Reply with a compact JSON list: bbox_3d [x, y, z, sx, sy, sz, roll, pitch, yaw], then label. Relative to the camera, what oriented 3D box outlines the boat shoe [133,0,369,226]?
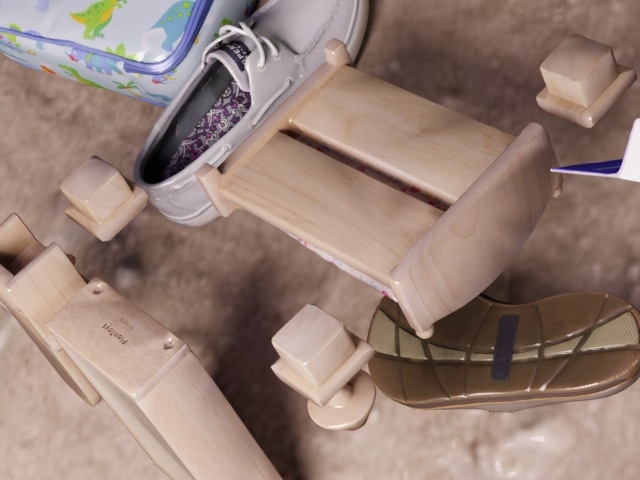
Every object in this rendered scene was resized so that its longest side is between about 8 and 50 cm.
[{"bbox_3d":[-0.050,-0.113,1.172,0.079,0.081,0.227,36,89,29],"label":"boat shoe"}]

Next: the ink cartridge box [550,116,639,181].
[{"bbox_3d":[0.273,-0.051,0.920,0.208,0.206,0.045,12,104,44],"label":"ink cartridge box"}]

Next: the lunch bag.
[{"bbox_3d":[-0.156,-0.207,1.248,0.219,0.090,0.176,18,77,26],"label":"lunch bag"}]

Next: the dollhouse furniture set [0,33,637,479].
[{"bbox_3d":[0.000,0.000,1.100,0.355,0.174,0.303,-45,46,-16],"label":"dollhouse furniture set"}]

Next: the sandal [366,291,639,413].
[{"bbox_3d":[0.119,0.072,1.044,0.219,0.060,0.090,-5,62,40],"label":"sandal"}]
